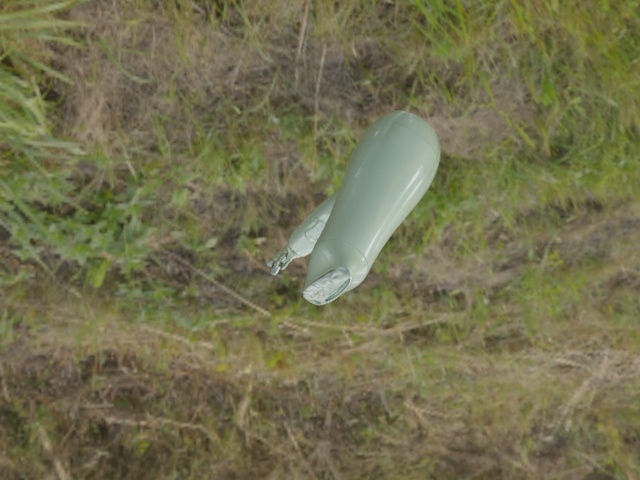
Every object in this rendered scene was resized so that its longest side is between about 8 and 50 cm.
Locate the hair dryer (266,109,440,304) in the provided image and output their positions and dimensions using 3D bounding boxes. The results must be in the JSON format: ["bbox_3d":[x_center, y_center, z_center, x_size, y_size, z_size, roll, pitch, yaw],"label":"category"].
[{"bbox_3d":[0.000,0.000,0.790,0.075,0.206,0.237,40,143,-12],"label":"hair dryer"}]
